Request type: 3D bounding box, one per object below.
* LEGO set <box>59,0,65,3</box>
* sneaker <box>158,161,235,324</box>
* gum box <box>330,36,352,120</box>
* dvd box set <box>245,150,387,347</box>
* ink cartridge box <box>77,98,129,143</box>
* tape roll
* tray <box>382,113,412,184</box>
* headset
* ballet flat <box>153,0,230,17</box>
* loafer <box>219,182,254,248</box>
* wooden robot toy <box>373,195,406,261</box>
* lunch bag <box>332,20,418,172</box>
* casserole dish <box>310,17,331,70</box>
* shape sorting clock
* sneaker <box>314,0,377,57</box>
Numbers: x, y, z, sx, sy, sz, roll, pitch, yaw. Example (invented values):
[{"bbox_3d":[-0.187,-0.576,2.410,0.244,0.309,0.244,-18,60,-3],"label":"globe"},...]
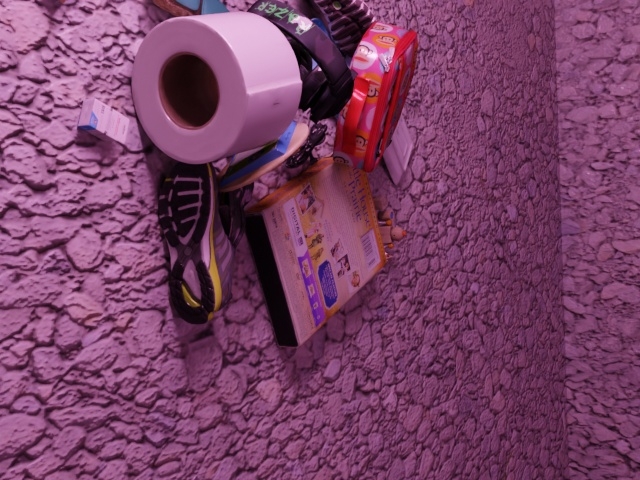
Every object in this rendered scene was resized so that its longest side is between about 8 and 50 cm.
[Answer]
[{"bbox_3d":[-0.326,-0.477,1.547,0.287,0.107,0.132,-39,121,-52],"label":"LEGO set"},{"bbox_3d":[-0.214,-0.006,1.730,0.121,0.111,0.300,-22,113,-67],"label":"sneaker"},{"bbox_3d":[0.063,-0.354,2.223,0.184,0.041,0.157,46,52,-48],"label":"gum box"},{"bbox_3d":[0.000,0.000,2.090,0.420,0.062,0.307,-41,122,-51],"label":"dvd box set"},{"bbox_3d":[-0.353,-0.192,1.566,0.083,0.028,0.048,31,63,-53],"label":"ink cartridge box"},{"bbox_3d":[-0.178,-0.265,1.648,0.169,0.246,0.246,-27,111,-56],"label":"tape roll"},{"bbox_3d":[0.181,-0.272,2.379,0.270,0.030,0.145,62,38,-50],"label":"tray"},{"bbox_3d":[-0.052,-0.301,1.895,0.185,0.243,0.394,-51,154,-14],"label":"headset"},{"bbox_3d":[-0.234,-0.422,1.729,0.206,0.067,0.073,28,71,-57],"label":"ballet flat"},{"bbox_3d":[-0.176,-0.050,1.826,0.061,0.062,0.170,21,63,-26],"label":"loafer"},{"bbox_3d":[0.177,-0.026,2.356,0.076,0.079,0.173,-18,104,-57],"label":"wooden robot toy"},{"bbox_3d":[0.108,-0.302,2.047,0.258,0.120,0.293,-56,162,-55],"label":"lunch bag"},{"bbox_3d":[-0.035,-0.411,2.074,0.188,0.037,0.114,-42,123,-51],"label":"casserole dish"},{"bbox_3d":[-0.108,-0.152,1.764,0.040,0.206,0.206,52,44,-19],"label":"shape sorting clock"},{"bbox_3d":[0.047,-0.545,2.123,0.281,0.106,0.162,52,25,-42],"label":"sneaker"}]
